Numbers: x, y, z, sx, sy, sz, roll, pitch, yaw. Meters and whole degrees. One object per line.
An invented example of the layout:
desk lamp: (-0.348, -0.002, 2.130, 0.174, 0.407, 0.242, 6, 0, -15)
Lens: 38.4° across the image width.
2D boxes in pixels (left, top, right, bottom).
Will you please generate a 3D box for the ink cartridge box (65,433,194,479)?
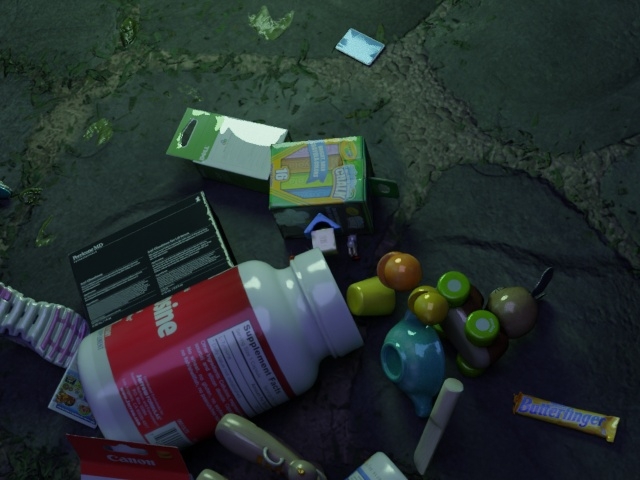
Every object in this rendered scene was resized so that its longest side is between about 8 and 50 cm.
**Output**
ink cartridge box: (-0.275, 0.377, 1.376, 0.181, 0.225, 0.056, 3, 50, 13)

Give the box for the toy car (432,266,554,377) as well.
toy car: (0.281, 0.102, 1.443, 0.188, 0.155, 0.149, -27, 64, -13)

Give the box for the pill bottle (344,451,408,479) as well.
pill bottle: (0.032, 0.449, 1.325, 0.272, 0.152, 0.152, -39, 65, -8)

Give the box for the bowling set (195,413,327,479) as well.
bowling set: (-0.091, 0.376, 1.320, 0.154, 0.287, 0.200, 29, 83, 17)

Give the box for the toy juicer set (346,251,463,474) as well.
toy juicer set: (0.161, 0.165, 1.409, 0.089, 0.209, 0.329, -7, 61, -29)

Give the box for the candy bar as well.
candy bar: (0.375, 0.270, 1.416, 0.161, 0.018, 0.040, 14, 69, 15)

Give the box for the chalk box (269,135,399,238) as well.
chalk box: (0.028, -0.091, 1.583, 0.213, 0.132, 0.132, -4, 65, 8)

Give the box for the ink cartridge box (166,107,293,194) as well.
ink cartridge box: (-0.164, -0.165, 1.690, 0.209, 0.062, 0.109, 15, 69, 17)

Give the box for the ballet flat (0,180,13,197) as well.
ballet flat: (-0.643, -0.106, 1.769, 0.114, 0.041, 0.041, 2, 66, 11)

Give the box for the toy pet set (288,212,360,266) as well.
toy pet set: (0.000, 0.000, 1.550, 0.122, 0.114, 0.065, -9, 76, 5)

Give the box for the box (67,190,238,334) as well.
box: (-0.278, 0.058, 1.578, 0.261, 0.103, 0.184, -25, 58, -1)

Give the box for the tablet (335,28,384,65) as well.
tablet: (0.076, -0.373, 1.770, 0.083, 0.006, 0.054, 32, 75, 23)

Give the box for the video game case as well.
video game case: (-0.393, 0.244, 1.549, 0.087, 0.011, 0.122, 30, 70, -18)

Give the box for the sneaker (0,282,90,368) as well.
sneaker: (-0.494, 0.152, 1.597, 0.236, 0.104, 0.095, 27, 69, -3)

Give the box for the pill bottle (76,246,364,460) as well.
pill bottle: (-0.150, 0.172, 1.442, 0.407, 0.229, 0.229, -25, 64, -2)
